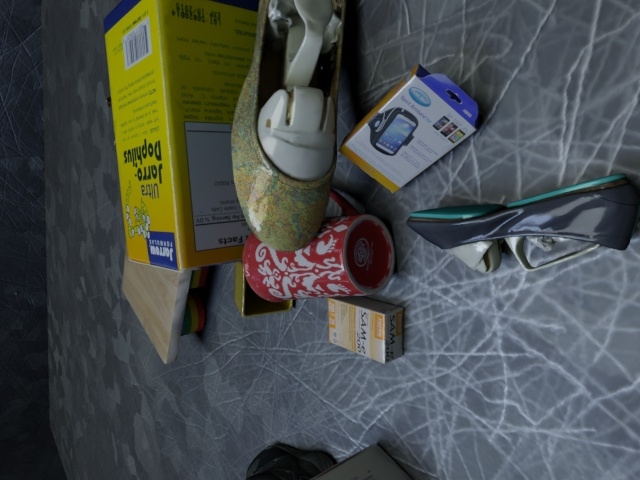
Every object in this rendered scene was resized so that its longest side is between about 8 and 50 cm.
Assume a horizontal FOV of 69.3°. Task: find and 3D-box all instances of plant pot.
[{"bbox_3d":[-0.095,0.062,0.714,0.083,0.081,0.081,26,116,58],"label":"plant pot"}]

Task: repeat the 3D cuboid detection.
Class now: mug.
[{"bbox_3d":[-0.006,0.004,0.572,0.169,0.113,0.150,-5,99,47],"label":"mug"}]

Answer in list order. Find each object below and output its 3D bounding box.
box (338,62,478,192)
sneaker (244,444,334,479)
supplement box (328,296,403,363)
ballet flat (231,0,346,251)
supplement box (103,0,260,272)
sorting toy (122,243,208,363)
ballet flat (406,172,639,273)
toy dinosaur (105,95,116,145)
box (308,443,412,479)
[{"bbox_3d":[0.090,-0.112,0.467,0.136,0.081,0.028,-39,23,44],"label":"box"},{"bbox_3d":[-0.084,0.380,0.715,0.227,0.130,0.087,-27,74,51],"label":"sneaker"},{"bbox_3d":[0.054,0.106,0.575,0.098,0.036,0.062,8,103,48],"label":"supplement box"},{"bbox_3d":[-0.026,-0.166,0.506,0.123,0.123,0.348,-16,65,50],"label":"ballet flat"},{"bbox_3d":[-0.168,-0.150,0.670,0.195,0.194,0.356,4,99,49],"label":"supplement box"},{"bbox_3d":[-0.317,0.070,0.965,0.257,0.089,0.255,41,126,37],"label":"sorting toy"},{"bbox_3d":[0.162,-0.006,0.406,0.203,0.074,0.074,-9,90,48],"label":"ballet flat"},{"bbox_3d":[-0.241,-0.209,0.800,0.295,0.200,0.127,-63,4,1],"label":"toy dinosaur"},{"bbox_3d":[0.044,0.400,0.560,0.149,0.127,0.232,35,119,40],"label":"box"}]
